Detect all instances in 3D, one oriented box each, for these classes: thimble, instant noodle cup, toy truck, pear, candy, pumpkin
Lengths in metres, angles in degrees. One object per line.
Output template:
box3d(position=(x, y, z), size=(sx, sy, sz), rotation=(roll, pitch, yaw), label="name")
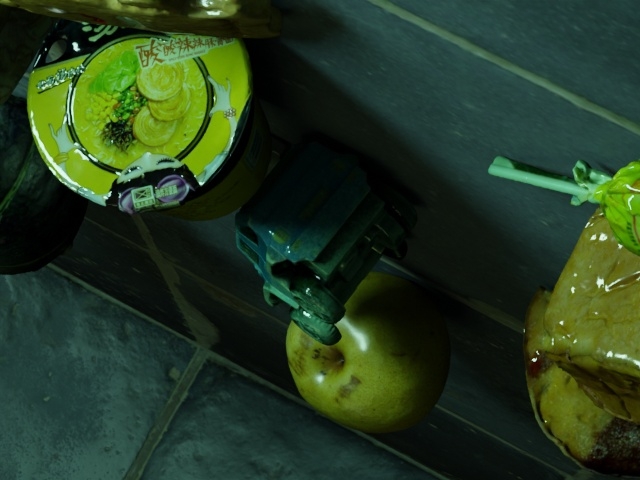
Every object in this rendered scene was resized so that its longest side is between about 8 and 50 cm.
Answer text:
box3d(position=(-0.377, -0.233, 1.744), size=(0.190, 0.143, 0.137), rotation=(30, 169, 1), label="thimble")
box3d(position=(-0.140, -0.111, 1.614), size=(0.215, 0.215, 0.236), rotation=(26, 176, 16), label="instant noodle cup")
box3d(position=(0.000, 0.000, 1.825), size=(0.156, 0.155, 0.279), rotation=(38, 169, 6), label="toy truck")
box3d(position=(0.068, 0.139, 2.120), size=(0.209, 0.209, 0.209), rotation=(28, 168, 7), label="pear")
box3d(position=(0.215, -0.043, 1.382), size=(0.077, 0.073, 0.262), rotation=(57, 164, -26), label="candy")
box3d(position=(-0.473, -0.087, 2.326), size=(0.323, 0.241, 0.323), rotation=(25, 169, 5), label="pumpkin")

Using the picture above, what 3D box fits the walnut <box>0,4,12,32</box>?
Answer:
box3d(position=(-0.405, -0.253, 1.503), size=(0.227, 0.283, 0.283), rotation=(-27, 130, 35), label="walnut")

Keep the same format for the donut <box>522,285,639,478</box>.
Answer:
box3d(position=(0.326, 0.184, 1.839), size=(0.295, 0.151, 0.112), rotation=(29, 178, 2), label="donut")

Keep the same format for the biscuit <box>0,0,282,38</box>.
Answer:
box3d(position=(-0.157, -0.196, 1.416), size=(0.249, 0.035, 0.184), rotation=(8, 180, 4), label="biscuit")

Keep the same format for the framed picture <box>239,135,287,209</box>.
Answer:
box3d(position=(-0.143, -0.111, 1.992), size=(0.247, 0.022, 0.335), rotation=(27, 168, 8), label="framed picture")

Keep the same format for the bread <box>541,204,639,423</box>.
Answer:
box3d(position=(0.288, 0.067, 1.418), size=(0.143, 0.158, 0.149), rotation=(18, 159, 47), label="bread")
